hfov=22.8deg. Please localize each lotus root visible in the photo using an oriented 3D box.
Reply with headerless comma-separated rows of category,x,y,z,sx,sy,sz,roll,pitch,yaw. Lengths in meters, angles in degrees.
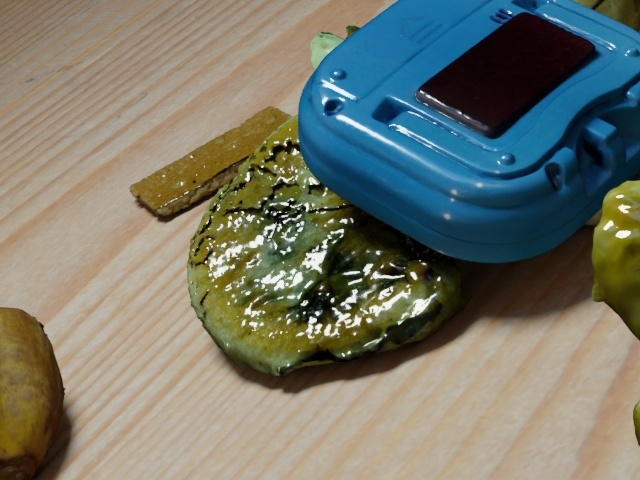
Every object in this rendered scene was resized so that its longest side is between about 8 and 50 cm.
lotus root,-0.340,0.182,1.571,0.188,0.199,0.180,-53,52,23

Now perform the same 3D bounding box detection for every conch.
conch,0.063,-0.241,2.106,0.170,0.079,0.106,16,50,32

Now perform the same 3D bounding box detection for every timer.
timer,0.165,-0.135,1.561,0.309,0.115,0.340,31,52,28

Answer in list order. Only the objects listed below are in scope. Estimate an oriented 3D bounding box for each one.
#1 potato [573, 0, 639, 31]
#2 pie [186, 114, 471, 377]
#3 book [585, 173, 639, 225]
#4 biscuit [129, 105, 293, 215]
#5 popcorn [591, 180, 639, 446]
potato,0.298,-0.275,1.874,0.169,0.143,0.248,-17,25,40
pie,0.000,0.000,1.617,0.296,0.078,0.371,-31,41,5
book,0.428,-0.124,1.599,0.264,0.031,0.379,4,38,44
biscuit,-0.132,-0.101,2.052,0.231,0.025,0.131,-31,25,-13
popcorn,0.308,0.061,1.079,0.225,0.276,0.276,-8,18,-25
